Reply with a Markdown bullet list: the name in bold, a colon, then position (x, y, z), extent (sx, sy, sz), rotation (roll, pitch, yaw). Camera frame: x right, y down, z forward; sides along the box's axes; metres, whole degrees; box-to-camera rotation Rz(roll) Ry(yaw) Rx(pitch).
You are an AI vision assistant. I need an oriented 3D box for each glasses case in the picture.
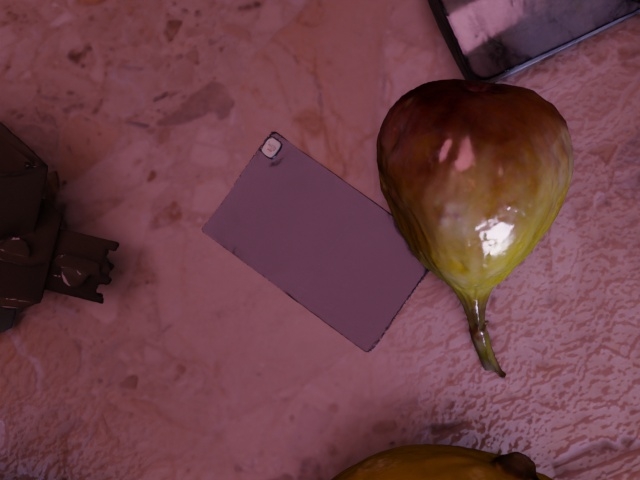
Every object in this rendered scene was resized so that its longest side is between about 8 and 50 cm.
- **glasses case**: position (0.243, -0.242, 0.713), extent (0.299, 0.060, 0.114), rotation (-26, 90, 4)

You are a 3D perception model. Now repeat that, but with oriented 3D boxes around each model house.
- **model house**: position (-0.292, -0.020, 0.705), extent (0.243, 0.204, 0.211), rotation (16, 133, -15)

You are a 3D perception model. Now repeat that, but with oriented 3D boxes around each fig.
- **fig**: position (0.131, -0.005, 0.689), extent (0.159, 0.159, 0.257), rotation (-8, 106, 5)

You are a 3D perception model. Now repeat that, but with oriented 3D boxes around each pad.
- **pad**: position (0.000, 0.000, 0.755), extent (0.193, 0.004, 0.116), rotation (36, 92, 6)

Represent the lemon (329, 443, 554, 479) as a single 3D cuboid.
- **lemon**: position (0.082, 0.297, 0.598), extent (0.297, 0.297, 0.297), rotation (0, 87, 6)
